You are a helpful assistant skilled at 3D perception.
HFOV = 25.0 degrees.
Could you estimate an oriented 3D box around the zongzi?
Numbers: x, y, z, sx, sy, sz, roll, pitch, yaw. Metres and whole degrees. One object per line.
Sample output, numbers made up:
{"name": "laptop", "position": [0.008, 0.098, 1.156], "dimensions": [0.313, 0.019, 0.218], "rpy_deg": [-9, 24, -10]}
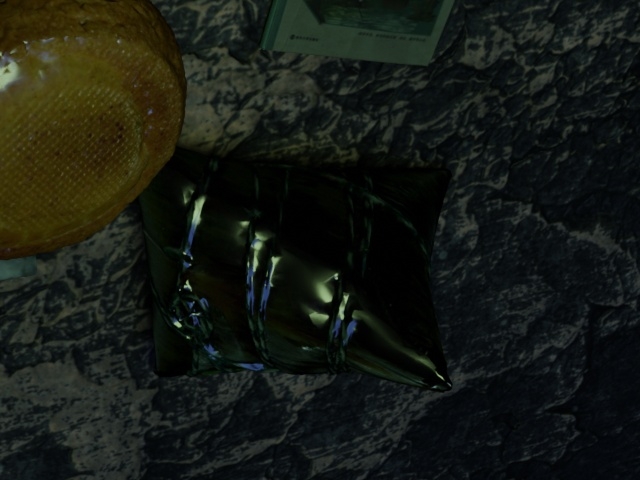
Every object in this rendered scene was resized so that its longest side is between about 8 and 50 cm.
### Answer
{"name": "zongzi", "position": [0.000, 0.000, 1.628], "dimensions": [0.383, 0.362, 0.319], "rpy_deg": [12, 129, 12]}

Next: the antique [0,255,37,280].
{"name": "antique", "position": [-0.389, -0.006, 1.470], "dimensions": [0.183, 0.088, 0.086], "rpy_deg": [-10, 127, -20]}

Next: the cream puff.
{"name": "cream puff", "position": [-0.275, -0.135, 1.354], "dimensions": [0.303, 0.212, 0.303], "rpy_deg": [-22, 135, -23]}

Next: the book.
{"name": "book", "position": [0.068, -0.315, 1.511], "dimensions": [0.215, 0.025, 0.282], "rpy_deg": [1, 125, -26]}
